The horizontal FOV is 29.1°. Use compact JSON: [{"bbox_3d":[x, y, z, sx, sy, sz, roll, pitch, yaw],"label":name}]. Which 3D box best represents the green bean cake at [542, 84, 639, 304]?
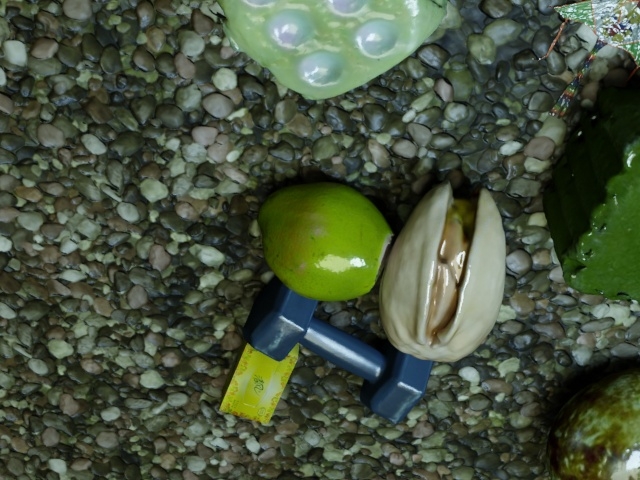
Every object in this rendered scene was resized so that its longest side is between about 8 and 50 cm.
[{"bbox_3d":[0.532,-0.063,1.856,0.319,0.218,0.335,10,132,-13],"label":"green bean cake"}]

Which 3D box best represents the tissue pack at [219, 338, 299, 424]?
[{"bbox_3d":[-0.109,0.237,2.192,0.095,0.062,0.176,18,126,-9],"label":"tissue pack"}]

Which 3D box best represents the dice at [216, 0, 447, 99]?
[{"bbox_3d":[0.007,-0.358,1.644,0.254,0.249,0.252,-29,118,23],"label":"dice"}]

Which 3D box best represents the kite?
[{"bbox_3d":[0.404,-0.278,1.822,0.198,0.006,0.244,25,123,-14],"label":"kite"}]

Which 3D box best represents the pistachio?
[{"bbox_3d":[0.198,0.054,1.954,0.194,0.214,0.318,12,112,-3],"label":"pistachio"}]

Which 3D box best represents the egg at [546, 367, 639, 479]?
[{"bbox_3d":[0.520,0.349,2.122,0.238,0.238,0.289,22,115,-12],"label":"egg"}]

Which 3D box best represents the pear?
[{"bbox_3d":[0.000,0.000,1.946,0.220,0.187,0.187,18,126,8],"label":"pear"}]

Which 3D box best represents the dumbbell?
[{"bbox_3d":[0.031,0.180,2.089,0.316,0.143,0.156,30,118,-16],"label":"dumbbell"}]
